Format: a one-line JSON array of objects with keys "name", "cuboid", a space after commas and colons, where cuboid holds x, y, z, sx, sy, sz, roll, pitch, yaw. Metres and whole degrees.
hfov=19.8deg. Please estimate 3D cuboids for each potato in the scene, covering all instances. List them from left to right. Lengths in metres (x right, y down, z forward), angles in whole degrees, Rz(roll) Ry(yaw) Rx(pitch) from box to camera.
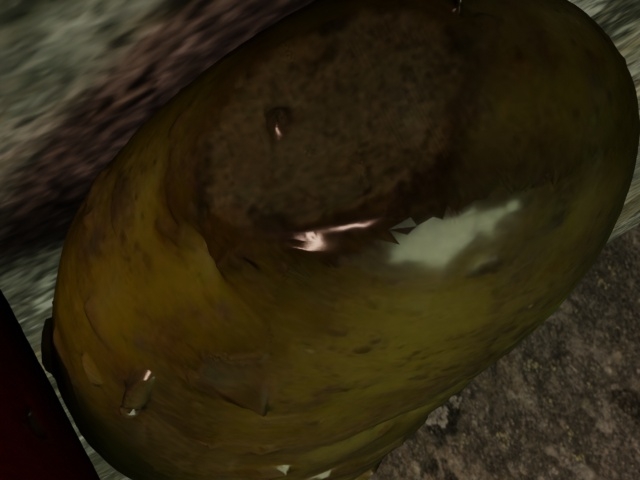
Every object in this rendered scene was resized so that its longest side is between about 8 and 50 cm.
[{"name": "potato", "cuboid": [0.000, 0.000, 0.510, 0.149, 0.113, 0.251, -18, 160, -25]}]

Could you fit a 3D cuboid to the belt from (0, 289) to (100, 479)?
[{"name": "belt", "cuboid": [-0.180, 0.107, 0.503, 0.227, 0.115, 0.324, -32, 172, 12]}]
